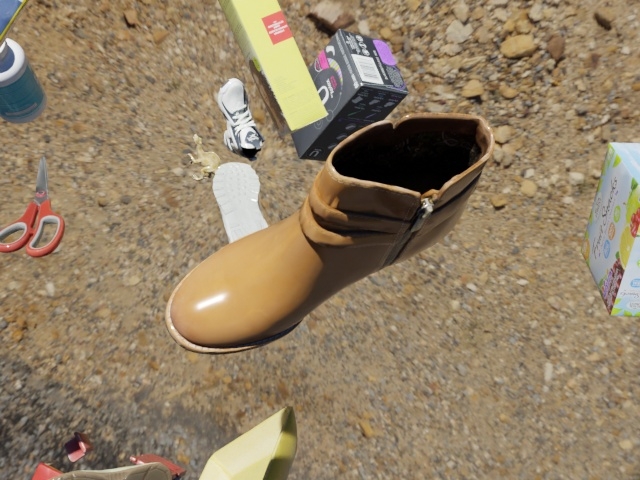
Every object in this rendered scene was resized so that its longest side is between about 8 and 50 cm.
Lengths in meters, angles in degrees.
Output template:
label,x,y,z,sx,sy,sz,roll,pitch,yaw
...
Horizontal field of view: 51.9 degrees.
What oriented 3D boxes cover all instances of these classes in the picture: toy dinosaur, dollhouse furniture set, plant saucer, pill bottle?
label,x,y,z,sx,sy,sz,roll,pitch,yaw
toy dinosaur,-0.296,-0.193,1.757,0.092,0.053,0.183,-32,107,31
dollhouse furniture set,-0.563,0.620,1.700,0.373,0.152,0.202,20,79,13
plant saucer,-0.179,0.556,1.406,0.081,0.333,0.332,42,124,-13
pill bottle,-0.839,-0.438,1.752,0.146,0.264,0.146,2,68,-4

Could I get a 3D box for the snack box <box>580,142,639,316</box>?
label,x,y,z,sx,sy,sz,roll,pitch,yaw
snack box,0.467,-0.018,0.992,0.070,0.175,0.207,3,124,3

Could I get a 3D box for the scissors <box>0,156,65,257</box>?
label,x,y,z,sx,sy,sz,roll,pitch,yaw
scissors,-0.480,-0.067,1.153,0.108,0.297,0.021,-2,127,-1

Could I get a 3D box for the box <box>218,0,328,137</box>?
label,x,y,z,sx,sy,sz,roll,pitch,yaw
box,-0.070,-0.255,0.861,0.058,0.087,0.233,-26,97,-12

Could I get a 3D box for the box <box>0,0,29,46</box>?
label,x,y,z,sx,sy,sz,roll,pitch,yaw
box,-0.262,-0.111,0.433,0.059,0.054,0.169,33,94,-30

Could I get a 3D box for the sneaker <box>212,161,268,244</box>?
label,x,y,z,sx,sy,sz,roll,pitch,yaw
sneaker,-0.151,-0.046,1.231,0.090,0.095,0.235,-6,55,-11

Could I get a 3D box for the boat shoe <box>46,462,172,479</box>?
label,x,y,z,sx,sy,sz,roll,pitch,yaw
boat shoe,-0.309,0.355,0.932,0.189,0.072,0.068,0,79,-20

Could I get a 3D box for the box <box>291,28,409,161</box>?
label,x,y,z,sx,sy,sz,roll,pitch,yaw
box,0.047,-0.323,1.514,0.143,0.270,0.165,0,60,-36

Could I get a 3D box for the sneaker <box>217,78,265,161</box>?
label,x,y,z,sx,sy,sz,roll,pitch,yaw
sneaker,-0.212,-0.324,1.846,0.094,0.153,0.235,-21,136,-32

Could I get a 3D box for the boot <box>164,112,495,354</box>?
label,x,y,z,sx,sy,sz,roll,pitch,yaw
boot,0.000,0.000,0.538,0.283,0.220,0.109,-17,75,-11
